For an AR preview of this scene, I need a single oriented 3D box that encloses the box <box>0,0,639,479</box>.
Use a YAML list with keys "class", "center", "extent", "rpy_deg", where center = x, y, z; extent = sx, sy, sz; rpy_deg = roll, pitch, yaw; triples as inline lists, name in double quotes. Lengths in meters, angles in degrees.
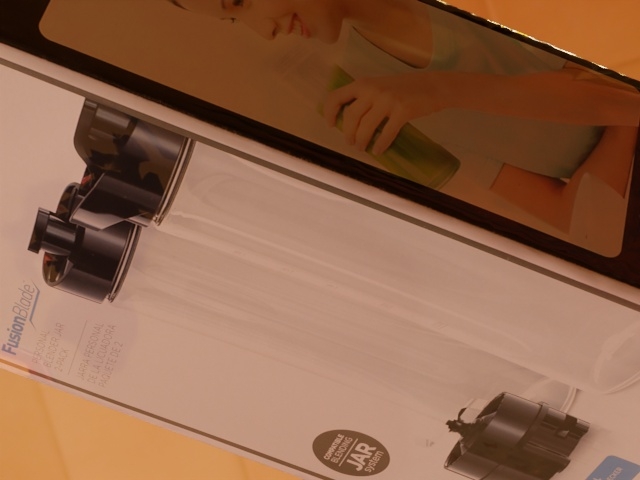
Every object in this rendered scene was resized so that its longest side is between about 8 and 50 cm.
- class: "box"
  center: [0.000, 0.000, 0.537]
  extent: [0.169, 0.290, 0.087]
  rpy_deg: [120, -10, -51]
